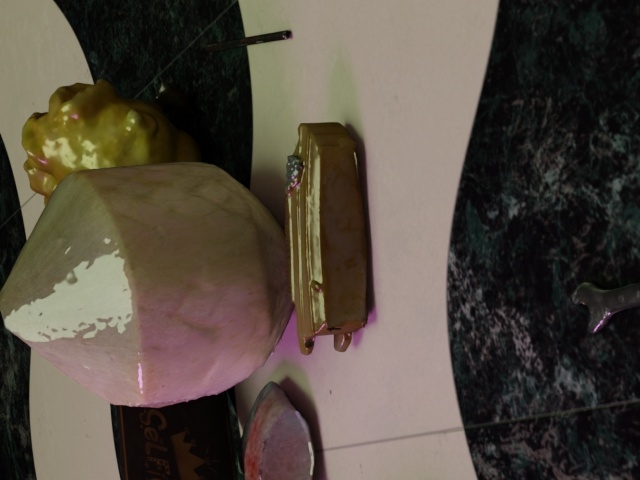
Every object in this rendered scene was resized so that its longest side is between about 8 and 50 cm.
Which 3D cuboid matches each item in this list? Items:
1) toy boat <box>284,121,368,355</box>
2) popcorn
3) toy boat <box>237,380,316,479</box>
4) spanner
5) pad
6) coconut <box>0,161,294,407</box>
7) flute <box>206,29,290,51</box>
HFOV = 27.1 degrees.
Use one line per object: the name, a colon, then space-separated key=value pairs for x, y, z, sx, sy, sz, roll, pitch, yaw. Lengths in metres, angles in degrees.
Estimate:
toy boat: x=0.000 y=0.000 z=1.726 sx=0.115 sy=0.089 sz=0.310 roll=14 pitch=110 yaw=63
popcorn: x=-0.335 y=-0.107 z=2.136 sx=0.297 sy=0.281 sz=0.315 roll=16 pitch=141 yaw=20
toy boat: x=-0.086 y=0.315 z=2.013 sx=0.282 sy=0.096 sz=0.206 roll=164 pitch=103 yaw=-74
spanner: x=0.316 y=0.044 z=1.230 sx=0.254 sy=0.015 sz=0.054 roll=-25 pitch=78 yaw=61
pad: x=-0.215 y=0.311 z=1.983 sx=0.063 sy=0.315 sz=0.375 roll=-33 pitch=52 yaw=31
coconut: x=-0.254 y=0.067 z=1.882 sx=0.415 sy=0.415 sz=0.344 roll=-25 pitch=78 yaw=61
flute: x=-0.108 y=-0.288 z=1.924 sx=0.269 sy=0.014 sz=0.014 roll=7 pitch=104 yaw=61
